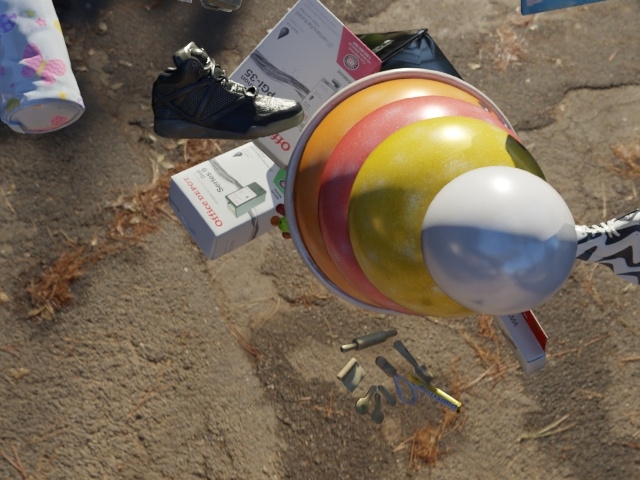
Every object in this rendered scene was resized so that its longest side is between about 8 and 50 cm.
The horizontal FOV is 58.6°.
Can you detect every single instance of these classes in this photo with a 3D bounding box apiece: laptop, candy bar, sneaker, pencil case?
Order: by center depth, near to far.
[{"bbox_3d":[-0.138,-0.218,0.835,0.227,0.130,0.087,2,29,4],"label":"sneaker"},{"bbox_3d":[-0.470,-0.310,0.903,0.124,0.113,0.273,-17,83,-28],"label":"pencil case"},{"bbox_3d":[0.591,-0.023,1.165,0.234,0.153,0.094,30,36,19],"label":"sneaker"},{"bbox_3d":[0.281,0.378,1.409,0.161,0.040,0.018,28,48,35],"label":"candy bar"},{"bbox_3d":[0.180,-0.418,1.585,0.407,0.237,0.382,10,37,34],"label":"laptop"}]

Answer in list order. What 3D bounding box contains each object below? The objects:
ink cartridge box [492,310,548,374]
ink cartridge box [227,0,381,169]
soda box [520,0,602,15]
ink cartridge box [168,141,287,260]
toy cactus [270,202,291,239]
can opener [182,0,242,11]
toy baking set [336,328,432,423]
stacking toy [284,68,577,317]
[{"bbox_3d":[0.473,0.178,1.433,0.060,0.239,0.275,-26,58,6],"label":"ink cartridge box"},{"bbox_3d":[-0.048,-0.311,1.154,0.207,0.117,0.283,42,89,-5],"label":"ink cartridge box"},{"bbox_3d":[0.307,-0.281,0.563,0.209,0.067,0.071,-1,29,24],"label":"soda box"},{"bbox_3d":[-0.215,-0.111,1.480,0.289,0.122,0.211,-31,72,-31],"label":"ink cartridge box"},{"bbox_3d":[0.000,0.000,1.087,0.112,0.181,0.219,-42,27,-23],"label":"toy cactus"},{"bbox_3d":[-0.282,-0.490,1.048,0.280,0.093,0.074,8,97,-15],"label":"can opener"},{"bbox_3d":[0.146,0.304,1.315,0.256,0.030,0.197,-16,89,-34],"label":"toy baking set"},{"bbox_3d":[0.136,-0.021,0.622,0.350,0.351,0.480,-6,12,-3],"label":"stacking toy"}]
